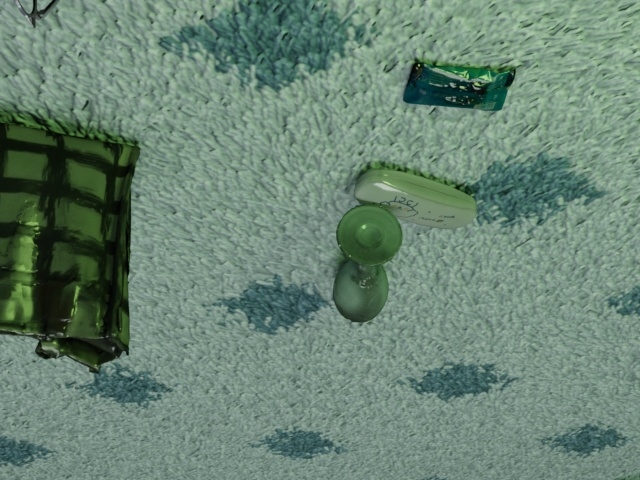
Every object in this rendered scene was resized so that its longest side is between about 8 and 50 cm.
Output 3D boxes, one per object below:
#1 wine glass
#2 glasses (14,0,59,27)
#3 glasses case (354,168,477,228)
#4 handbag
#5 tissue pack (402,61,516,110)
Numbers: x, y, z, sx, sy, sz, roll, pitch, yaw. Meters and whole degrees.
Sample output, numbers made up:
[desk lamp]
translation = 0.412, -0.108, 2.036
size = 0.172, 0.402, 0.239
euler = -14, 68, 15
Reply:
[wine glass]
translation = 0.000, 0.000, 1.737
size = 0.264, 0.096, 0.309
euler = 34, 162, 11
[glasses]
translation = -0.300, -0.302, 1.202
size = 0.104, 0.062, 0.140
euler = -9, 149, 9
[glasses case]
translation = 0.143, -0.060, 1.627
size = 0.197, 0.049, 0.076
euler = 16, 149, -24
[handbag]
translation = -0.409, -0.007, 1.435
size = 0.325, 0.327, 0.162
euler = 9, 143, -20
[tissue pack]
translation = 0.181, -0.199, 1.427
size = 0.138, 0.027, 0.085
euler = 5, 149, -5
